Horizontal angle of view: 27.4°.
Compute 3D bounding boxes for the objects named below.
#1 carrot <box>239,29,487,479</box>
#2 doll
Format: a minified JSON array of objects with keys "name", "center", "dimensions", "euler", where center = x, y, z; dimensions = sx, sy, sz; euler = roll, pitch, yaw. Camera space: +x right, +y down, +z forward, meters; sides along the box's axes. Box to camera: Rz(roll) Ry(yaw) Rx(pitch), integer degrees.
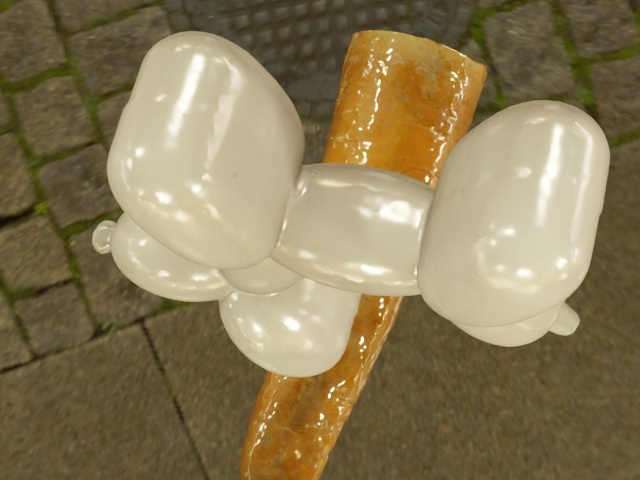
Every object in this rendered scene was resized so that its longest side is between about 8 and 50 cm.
[{"name":"carrot","center":[0.010,0.018,0.542],"dimensions":[0.061,0.061,0.209],"euler":[18,84,-3]},{"name":"doll","center":[0.000,0.000,0.392],"dimensions":[0.161,0.160,0.059],"euler":[11,70,9]}]
